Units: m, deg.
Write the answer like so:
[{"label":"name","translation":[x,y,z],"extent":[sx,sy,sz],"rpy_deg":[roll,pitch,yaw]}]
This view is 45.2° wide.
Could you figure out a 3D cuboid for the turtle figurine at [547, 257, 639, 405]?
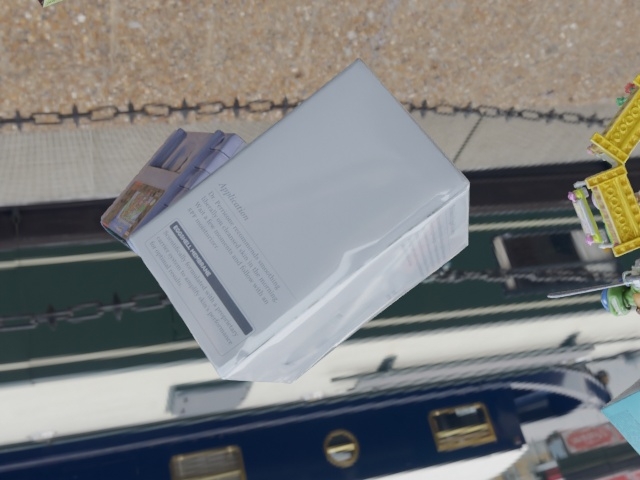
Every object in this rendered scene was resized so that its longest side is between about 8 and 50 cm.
[{"label":"turtle figurine","translation":[0.511,0.113,1.073],"extent":[0.266,0.197,0.275],"rpy_deg":[-16,180,40]}]

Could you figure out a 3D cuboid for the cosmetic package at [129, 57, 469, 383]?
[{"label":"cosmetic package","translation":[0.000,0.000,0.656],"extent":[0.225,0.138,0.224],"rpy_deg":[-37,165,1]}]

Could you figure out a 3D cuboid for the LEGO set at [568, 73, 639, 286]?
[{"label":"LEGO set","translation":[0.358,-0.087,0.901],"extent":[0.132,0.286,0.107],"rpy_deg":[1,178,0]}]

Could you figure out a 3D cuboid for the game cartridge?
[{"label":"game cartridge","translation":[-0.255,-0.085,1.274],"extent":[0.230,0.355,0.068],"rpy_deg":[-48,114,-11]}]

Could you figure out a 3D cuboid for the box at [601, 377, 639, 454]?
[{"label":"box","translation":[0.318,0.108,0.608],"extent":[0.101,0.060,0.244],"rpy_deg":[-35,163,-13]}]

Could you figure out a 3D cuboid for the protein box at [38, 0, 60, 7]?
[{"label":"protein box","translation":[-0.501,-0.610,1.552],"extent":[0.200,0.136,0.201],"rpy_deg":[-35,-179,-30]}]
